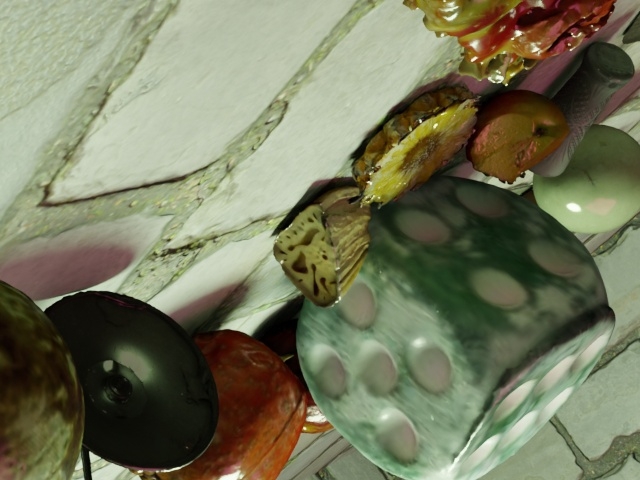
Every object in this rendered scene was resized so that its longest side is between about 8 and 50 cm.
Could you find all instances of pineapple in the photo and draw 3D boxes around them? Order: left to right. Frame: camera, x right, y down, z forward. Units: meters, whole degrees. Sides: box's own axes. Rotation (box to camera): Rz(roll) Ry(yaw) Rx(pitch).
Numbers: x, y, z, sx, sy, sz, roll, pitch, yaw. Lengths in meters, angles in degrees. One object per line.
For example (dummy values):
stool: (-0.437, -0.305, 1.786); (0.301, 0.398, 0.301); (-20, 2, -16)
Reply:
pineapple: (0.112, -0.118, 1.556); (0.221, 0.047, 0.221); (-36, 162, -14)

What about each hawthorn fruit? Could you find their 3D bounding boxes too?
hawthorn fruit: (-0.152, 0.248, 1.719); (0.262, 0.258, 0.258); (-49, 165, 2)

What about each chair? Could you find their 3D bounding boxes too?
chair: (-0.309, 0.255, 1.403); (0.226, 0.226, 0.401); (-18, 158, -51)

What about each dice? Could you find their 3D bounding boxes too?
dice: (0.194, 0.131, 1.796); (0.328, 0.348, 0.330); (-23, 142, -42)

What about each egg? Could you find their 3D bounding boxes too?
egg: (-0.312, 0.127, 0.964); (0.238, 0.238, 0.289); (-34, 144, -9)
egg: (0.463, -0.104, 2.127); (0.253, 0.186, 0.186); (-21, 159, -48)

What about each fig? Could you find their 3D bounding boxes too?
fig: (0.005, 0.199, 2.032); (0.249, 0.186, 0.204); (-29, -170, -27)

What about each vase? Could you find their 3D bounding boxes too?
vase: (0.374, -0.195, 1.834); (0.096, 0.096, 0.219); (-25, 160, -37)

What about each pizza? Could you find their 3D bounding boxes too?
pizza: (0.209, -0.253, 1.185); (0.406, 0.130, 0.440); (-27, 163, -40)

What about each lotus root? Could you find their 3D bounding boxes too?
lotus root: (0.004, -0.001, 1.607); (0.135, 0.095, 0.159); (-32, 128, -56)

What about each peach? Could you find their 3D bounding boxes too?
peach: (0.267, -0.146, 1.684); (0.151, 0.118, 0.151); (-3, 138, -2)

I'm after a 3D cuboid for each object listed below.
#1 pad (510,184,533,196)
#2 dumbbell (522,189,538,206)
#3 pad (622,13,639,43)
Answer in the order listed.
pad: (0.294, -0.016, 2.381); (0.265, 0.009, 0.159); (-45, 163, 29)
dumbbell: (0.478, -0.093, 2.404); (0.231, 0.082, 0.092); (-32, 163, -20)
pad: (0.556, -0.299, 1.880); (0.250, 0.055, 0.323); (-18, 138, -26)
